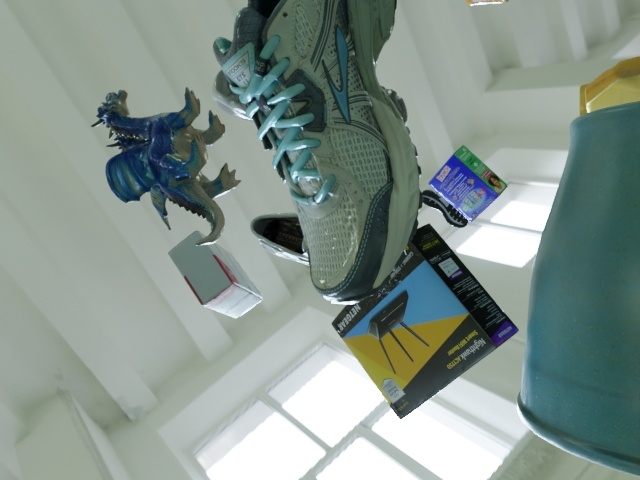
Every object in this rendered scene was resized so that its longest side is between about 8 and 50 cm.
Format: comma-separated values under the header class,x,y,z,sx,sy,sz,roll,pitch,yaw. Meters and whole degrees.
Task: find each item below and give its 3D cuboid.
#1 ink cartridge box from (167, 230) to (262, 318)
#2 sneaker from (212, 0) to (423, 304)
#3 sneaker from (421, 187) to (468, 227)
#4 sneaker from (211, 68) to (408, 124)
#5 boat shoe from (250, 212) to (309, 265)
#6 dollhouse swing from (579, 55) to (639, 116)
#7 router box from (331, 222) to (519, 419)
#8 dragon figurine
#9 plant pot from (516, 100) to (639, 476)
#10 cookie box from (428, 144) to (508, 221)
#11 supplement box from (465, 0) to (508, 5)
class,x,y,z,sx,sy,sz,roll,pitch,yaw
ink cartridge box,-0.167,0.060,0.969,0.063,0.109,0.150,-38,-20,0
sneaker,-0.016,-0.095,0.409,0.122,0.110,0.283,1,-101,-40
sneaker,0.245,-0.067,1.162,0.109,0.044,0.040,40,-66,2
sneaker,-0.020,-0.172,0.854,0.281,0.115,0.105,10,-121,-18
boat shoe,0.000,0.000,1.024,0.088,0.267,0.096,34,-106,-61
dollhouse swing,0.538,-0.228,0.824,0.305,0.347,0.315,55,-139,-40
router box,0.097,0.088,0.612,0.046,0.179,0.133,-23,-113,-38
dragon figurine,-0.174,-0.072,0.658,0.144,0.289,0.085,-29,-34,14
plant pot,0.297,0.020,0.474,0.272,0.272,0.255,-4,-86,-33
cookie box,0.261,-0.100,1.059,0.107,0.092,0.040,43,-126,6
supplement box,0.154,-0.385,0.702,0.233,0.078,0.080,33,-91,-30
